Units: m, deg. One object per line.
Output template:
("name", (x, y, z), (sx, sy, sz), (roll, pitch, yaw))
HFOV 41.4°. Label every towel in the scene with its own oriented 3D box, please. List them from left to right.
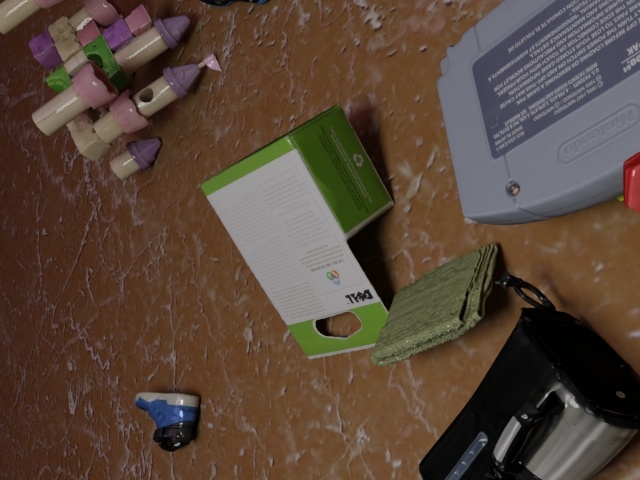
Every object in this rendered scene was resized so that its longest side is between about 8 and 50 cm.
("towel", (0.112, 0.067, 0.831), (0.148, 0.027, 0.110), (-33, 21, 44))

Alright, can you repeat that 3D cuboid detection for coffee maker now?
("coffee maker", (0.174, 0.156, 0.725), (0.178, 0.120, 0.171), (-60, 18, 26))

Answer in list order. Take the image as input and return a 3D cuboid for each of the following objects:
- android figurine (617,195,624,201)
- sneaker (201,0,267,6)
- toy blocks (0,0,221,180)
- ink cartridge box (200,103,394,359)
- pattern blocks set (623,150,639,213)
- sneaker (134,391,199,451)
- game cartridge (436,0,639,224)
("android figurine", (0.279, -0.137, 0.659), (0.248, 0.056, 0.273), (-28, 61, 48))
("sneaker", (-0.142, -0.379, 1.230), (0.188, 0.078, 0.067), (23, 103, 53))
("toy blocks", (-0.316, -0.295, 1.380), (0.260, 0.309, 0.289), (-34, 66, 7))
("ink cartridge box", (0.000, 0.000, 0.990), (0.188, 0.097, 0.255), (-20, 103, 50))
("pattern blocks set", (0.344, -0.082, 0.409), (0.325, 0.285, 0.026), (-56, 6, 21))
("sneaker", (-0.240, 0.275, 1.282), (0.152, 0.058, 0.085), (-9, 69, 46))
("game cartridge", (0.214, -0.133, 0.656), (0.294, 0.060, 0.196), (-33, 52, 47))
